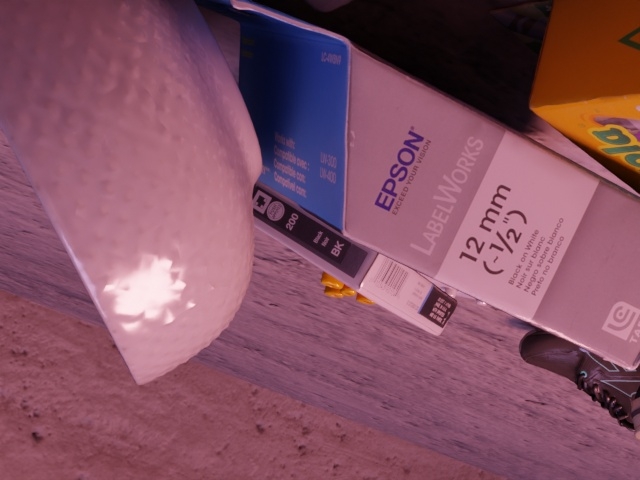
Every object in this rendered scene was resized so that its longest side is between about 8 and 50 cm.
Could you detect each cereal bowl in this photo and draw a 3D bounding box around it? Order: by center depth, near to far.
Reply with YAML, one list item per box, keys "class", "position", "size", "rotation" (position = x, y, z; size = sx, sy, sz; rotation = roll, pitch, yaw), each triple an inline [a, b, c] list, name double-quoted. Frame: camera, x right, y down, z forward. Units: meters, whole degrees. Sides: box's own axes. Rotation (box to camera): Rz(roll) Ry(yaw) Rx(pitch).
- class: "cereal bowl"
  position: [-0.137, -0.085, 0.786]
  size: [0.141, 0.339, 0.339]
  rotation: [-28, 162, -10]

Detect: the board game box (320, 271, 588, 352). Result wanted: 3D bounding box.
- class: "board game box"
  position: [0.155, 0.023, 1.246]
  size: [0.389, 0.050, 0.390]
  rotation: [12, 164, 15]

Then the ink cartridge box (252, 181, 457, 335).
- class: "ink cartridge box"
  position: [0.000, 0.000, 1.047]
  size: [0.208, 0.045, 0.206]
  rotation: [30, 180, 27]

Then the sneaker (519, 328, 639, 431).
- class: "sneaker"
  position: [0.368, 0.171, 1.460]
  size: [0.267, 0.106, 0.101]
  rotation: [11, 165, 22]

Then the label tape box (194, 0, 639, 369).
- class: "label tape box"
  position: [0.044, -0.051, 0.823]
  size: [0.347, 0.115, 0.249]
  rotation: [23, -176, -22]

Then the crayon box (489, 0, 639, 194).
- class: "crayon box"
  position: [0.276, -0.080, 0.714]
  size: [0.203, 0.083, 0.323]
  rotation: [28, 161, -39]

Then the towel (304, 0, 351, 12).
- class: "towel"
  position: [0.011, -0.203, 0.528]
  size: [0.317, 0.053, 0.332]
  rotation: [-3, 162, 42]

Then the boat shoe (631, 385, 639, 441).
- class: "boat shoe"
  position: [0.445, 0.097, 1.032]
  size: [0.186, 0.156, 0.500]
  rotation: [24, 160, -11]
